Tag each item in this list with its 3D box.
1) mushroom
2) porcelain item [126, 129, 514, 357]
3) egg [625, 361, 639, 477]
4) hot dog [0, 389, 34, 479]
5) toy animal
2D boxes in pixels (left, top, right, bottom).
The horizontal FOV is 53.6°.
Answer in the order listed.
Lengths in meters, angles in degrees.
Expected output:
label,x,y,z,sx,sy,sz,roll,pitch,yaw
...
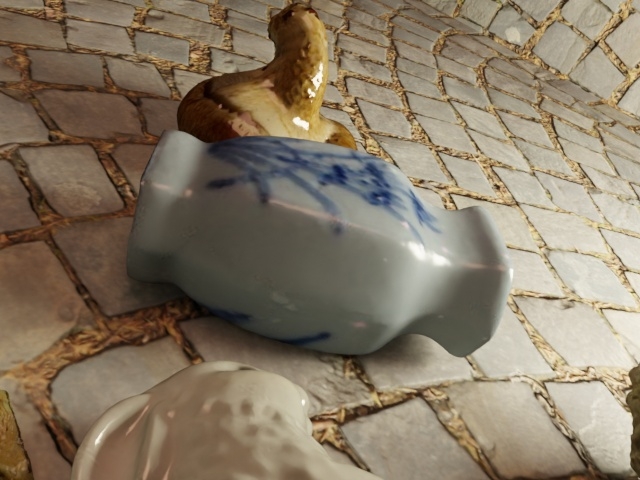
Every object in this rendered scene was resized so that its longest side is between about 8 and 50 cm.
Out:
label,x,y,z,sx,sy,sz,roll,pitch,yaw
mushroom,-0.074,-0.174,0.930,0.267,0.255,0.267,-3,51,3
porcelain item,0.000,0.000,0.728,0.404,0.179,0.243,15,34,-11
egg,0.452,0.216,0.608,0.279,0.279,0.310,2,32,-27
hot dog,-0.253,0.160,0.499,0.034,0.030,0.090,-16,48,-31
toy animal,-0.062,0.215,0.421,0.257,0.194,0.357,-21,31,-15
